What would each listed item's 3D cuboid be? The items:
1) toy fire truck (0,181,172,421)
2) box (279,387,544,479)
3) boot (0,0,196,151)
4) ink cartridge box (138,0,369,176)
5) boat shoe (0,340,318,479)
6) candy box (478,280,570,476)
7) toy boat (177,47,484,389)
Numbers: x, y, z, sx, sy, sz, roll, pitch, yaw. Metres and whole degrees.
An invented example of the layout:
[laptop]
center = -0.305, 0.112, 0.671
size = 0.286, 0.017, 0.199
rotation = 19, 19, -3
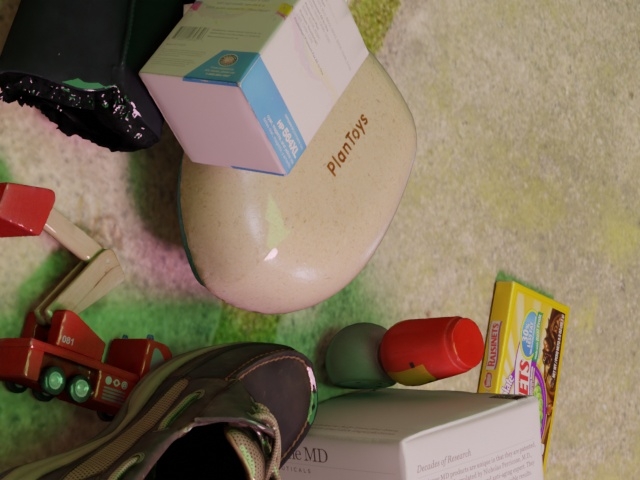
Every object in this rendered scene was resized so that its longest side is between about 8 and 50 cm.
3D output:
[toy fire truck]
center = -0.176, 0.048, 1.012
size = 0.192, 0.047, 0.135
rotation = 27, 68, -44
[box]
center = 0.061, 0.194, 1.163
size = 0.182, 0.181, 0.119
rotation = -9, 95, -46
[boot]
center = -0.118, -0.160, 1.046
size = 0.246, 0.094, 0.207
rotation = 19, 74, -42
[ink cartridge box]
center = -0.039, -0.130, 0.997
size = 0.143, 0.092, 0.090
rotation = -56, 139, -29
[boat shoe]
center = -0.084, 0.167, 0.961
size = 0.355, 0.130, 0.132
rotation = -34, 116, -54
[candy box]
center = 0.199, 0.152, 1.425
size = 0.105, 0.027, 0.205
rotation = 22, 73, -41
[toy boat]
center = 0.000, 0.000, 1.152
size = 0.318, 0.148, 0.267
rotation = 56, 46, -20
